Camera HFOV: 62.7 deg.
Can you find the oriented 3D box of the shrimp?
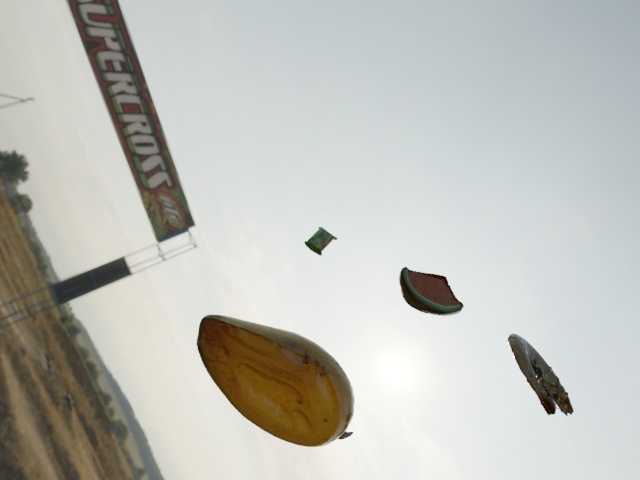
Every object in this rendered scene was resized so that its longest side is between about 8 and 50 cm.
[{"bbox_3d":[0.323,0.211,0.743,0.178,0.034,0.124,52,20,-14],"label":"shrimp"}]

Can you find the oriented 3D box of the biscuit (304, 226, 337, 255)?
[{"bbox_3d":[0.000,0.000,1.049,0.046,0.089,0.016,36,-55,6],"label":"biscuit"}]

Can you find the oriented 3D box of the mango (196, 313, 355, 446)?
[{"bbox_3d":[-0.041,0.135,0.512,0.187,0.101,0.066,33,14,-5],"label":"mango"}]

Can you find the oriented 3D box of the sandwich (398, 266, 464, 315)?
[{"bbox_3d":[0.165,0.080,0.782,0.101,0.069,0.026,13,-42,2],"label":"sandwich"}]
